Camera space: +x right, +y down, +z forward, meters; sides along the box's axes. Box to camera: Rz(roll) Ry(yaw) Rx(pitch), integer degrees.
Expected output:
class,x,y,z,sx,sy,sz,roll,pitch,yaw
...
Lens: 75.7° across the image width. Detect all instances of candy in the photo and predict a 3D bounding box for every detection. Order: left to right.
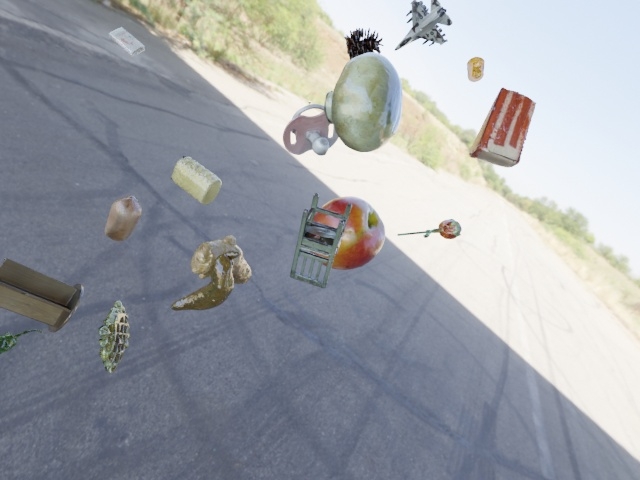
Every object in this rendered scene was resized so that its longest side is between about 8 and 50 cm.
class,x,y,z,sx,sy,sz,roll,pitch,yaw
candy,0.431,-0.034,1.622,0.288,0.078,0.084,-7,22,-22

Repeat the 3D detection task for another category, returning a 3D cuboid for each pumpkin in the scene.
class,x,y,z,sx,sy,sz,roll,pitch,yaw
pumpkin,0.469,-0.511,1.246,0.050,0.083,0.028,4,-13,24

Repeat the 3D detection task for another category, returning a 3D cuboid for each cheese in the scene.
class,x,y,z,sx,sy,sz,roll,pitch,yaw
cheese,-0.461,-0.224,1.536,0.167,0.123,0.094,36,22,9

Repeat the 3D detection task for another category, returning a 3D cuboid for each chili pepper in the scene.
class,x,y,z,sx,sy,sz,roll,pitch,yaw
chili pepper,-0.972,0.347,1.198,0.122,0.065,0.278,47,58,-22

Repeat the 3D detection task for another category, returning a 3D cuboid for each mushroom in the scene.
class,x,y,z,sx,sy,sz,roll,pitch,yaw
mushroom,0.161,-0.493,1.498,0.261,0.351,0.352,6,5,28

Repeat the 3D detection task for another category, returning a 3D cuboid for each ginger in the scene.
class,x,y,z,sx,sy,sz,roll,pitch,yaw
ginger,-0.358,0.087,1.555,0.126,0.189,0.354,26,-13,21

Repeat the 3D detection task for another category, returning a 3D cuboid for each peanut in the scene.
class,x,y,z,sx,sy,sz,roll,pitch,yaw
peanut,-0.544,-0.057,1.134,0.076,0.152,0.076,28,24,-14

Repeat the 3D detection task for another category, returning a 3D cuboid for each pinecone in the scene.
class,x,y,z,sx,sy,sz,roll,pitch,yaw
pinecone,0.199,-0.871,1.843,0.163,0.165,0.162,-10,90,-80

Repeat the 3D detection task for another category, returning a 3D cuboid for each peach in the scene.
class,x,y,z,sx,sy,sz,roll,pitch,yaw
peach,0.112,-0.029,2.011,0.388,0.388,0.388,32,21,-14

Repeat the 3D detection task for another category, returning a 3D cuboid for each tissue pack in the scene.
class,x,y,z,sx,sy,sz,roll,pitch,yaw
tissue pack,-0.655,-0.673,1.395,0.108,0.023,0.056,41,61,6

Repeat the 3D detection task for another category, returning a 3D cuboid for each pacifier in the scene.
class,x,y,z,sx,sy,sz,roll,pitch,yaw
pacifier,-0.035,-0.554,2.175,0.332,0.220,0.273,-13,83,-17

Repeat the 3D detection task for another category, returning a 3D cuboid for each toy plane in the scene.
class,x,y,z,sx,sy,sz,roll,pitch,yaw
toy plane,0.312,-0.655,1.268,0.160,0.082,0.234,45,-14,-16

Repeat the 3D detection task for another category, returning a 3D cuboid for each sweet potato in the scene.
class,x,y,z,sx,sy,sz,roll,pitch,yaw
sweet potato,-0.370,0.163,1.419,0.124,0.310,0.098,44,14,-6

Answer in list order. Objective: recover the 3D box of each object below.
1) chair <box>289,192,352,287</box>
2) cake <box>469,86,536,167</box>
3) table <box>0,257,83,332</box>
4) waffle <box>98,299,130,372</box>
class,x,y,z,sx,sy,sz,roll,pitch,yaw
chair,0.000,0.000,1.371,0.137,0.270,0.147,17,34,6
cake,0.658,-0.389,1.496,0.158,0.261,0.159,23,-11,4
table,-0.884,0.162,1.257,0.227,0.167,0.167,40,14,-39
waffle,-0.730,0.349,1.473,0.054,0.203,0.223,3,25,-7
